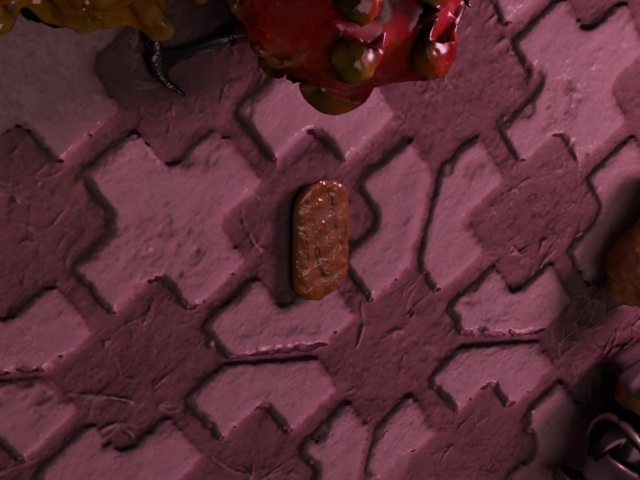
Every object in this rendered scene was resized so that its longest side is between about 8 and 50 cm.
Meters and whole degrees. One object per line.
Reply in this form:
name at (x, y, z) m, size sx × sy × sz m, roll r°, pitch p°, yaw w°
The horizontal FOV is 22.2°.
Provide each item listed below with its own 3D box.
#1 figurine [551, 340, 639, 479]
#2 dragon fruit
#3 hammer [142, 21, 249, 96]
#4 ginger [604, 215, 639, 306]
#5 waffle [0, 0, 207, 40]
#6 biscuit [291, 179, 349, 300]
figurine at (0.422, 0.247, 2.133) m, size 0.176 × 0.133 × 0.236 m, roll 21°, pitch 103°, yaw -48°
dragon fruit at (0.053, -0.256, 1.552) m, size 0.307 × 0.227 × 0.243 m, roll -55°, pitch 159°, yaw -16°
hammer at (-0.082, -0.203, 1.634) m, size 0.201 × 0.021 × 0.078 m, roll -22°, pitch 124°, yaw -22°
ginger at (0.412, -0.003, 2.021) m, size 0.123 × 0.115 × 0.193 m, roll -10°, pitch 108°, yaw -12°
waffle at (-0.223, -0.355, 1.409) m, size 0.380 × 0.095 × 0.382 m, roll 2°, pitch 113°, yaw -29°
biscuit at (0.000, 0.000, 1.794) m, size 0.071 × 0.018 × 0.147 m, roll -15°, pitch 121°, yaw -29°
